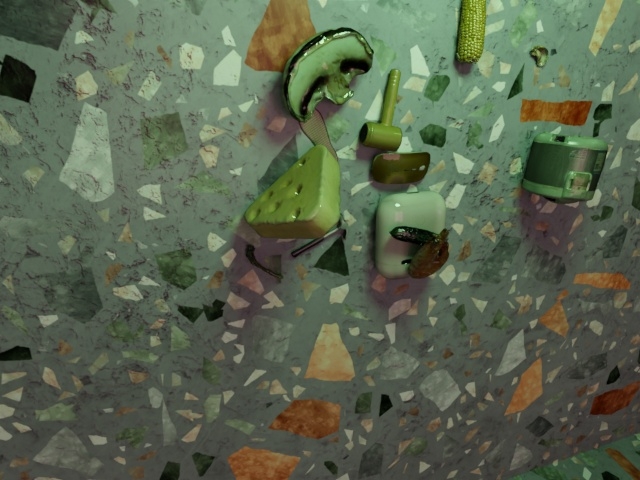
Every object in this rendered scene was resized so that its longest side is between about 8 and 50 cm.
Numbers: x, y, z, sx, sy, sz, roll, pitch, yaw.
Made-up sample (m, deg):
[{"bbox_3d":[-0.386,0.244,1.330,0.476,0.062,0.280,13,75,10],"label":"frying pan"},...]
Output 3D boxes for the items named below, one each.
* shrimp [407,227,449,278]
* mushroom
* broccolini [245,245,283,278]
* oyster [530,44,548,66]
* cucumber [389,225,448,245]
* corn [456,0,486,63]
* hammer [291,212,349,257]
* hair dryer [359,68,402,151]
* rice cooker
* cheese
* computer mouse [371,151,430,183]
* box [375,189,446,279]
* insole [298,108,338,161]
[{"bbox_3d":[0.416,0.052,1.583,0.154,0.062,0.294,-7,146,-14],"label":"shrimp"},{"bbox_3d":[0.008,-0.542,1.402,0.344,0.130,0.247,-47,133,4],"label":"mushroom"},{"bbox_3d":[-0.216,0.090,1.609,0.052,0.054,0.194,-27,128,26],"label":"broccolini"},{"bbox_3d":[0.846,-0.721,1.676,0.081,0.038,0.083,-8,138,-5],"label":"oyster"},{"bbox_3d":[0.368,-0.013,1.591,0.245,0.067,0.067,14,104,-23],"label":"cucumber"},{"bbox_3d":[0.535,-0.761,1.514,0.091,0.091,0.260,-26,121,-48],"label":"corn"},{"bbox_3d":[0.000,0.000,1.649,0.246,0.029,0.103,-32,116,-4],"label":"hammer"},{"bbox_3d":[0.230,-0.466,1.531,0.135,0.090,0.278,6,101,-18],"label":"hair dryer"},{"bbox_3d":[0.981,-0.288,1.736,0.288,0.288,0.277,1,107,-19],"label":"rice cooker"},{"bbox_3d":[-0.099,-0.123,1.447,0.384,0.384,0.104,-43,124,0],"label":"cheese"},{"bbox_3d":[0.310,-0.278,1.627,0.245,0.056,0.126,-5,124,-19],"label":"computer mouse"},{"bbox_3d":[0.355,-0.020,1.699,0.289,0.141,0.349,-8,112,-17],"label":"box"},{"bbox_3d":[-0.005,-0.368,1.521,0.086,0.005,0.253,-32,117,-5],"label":"insole"}]
